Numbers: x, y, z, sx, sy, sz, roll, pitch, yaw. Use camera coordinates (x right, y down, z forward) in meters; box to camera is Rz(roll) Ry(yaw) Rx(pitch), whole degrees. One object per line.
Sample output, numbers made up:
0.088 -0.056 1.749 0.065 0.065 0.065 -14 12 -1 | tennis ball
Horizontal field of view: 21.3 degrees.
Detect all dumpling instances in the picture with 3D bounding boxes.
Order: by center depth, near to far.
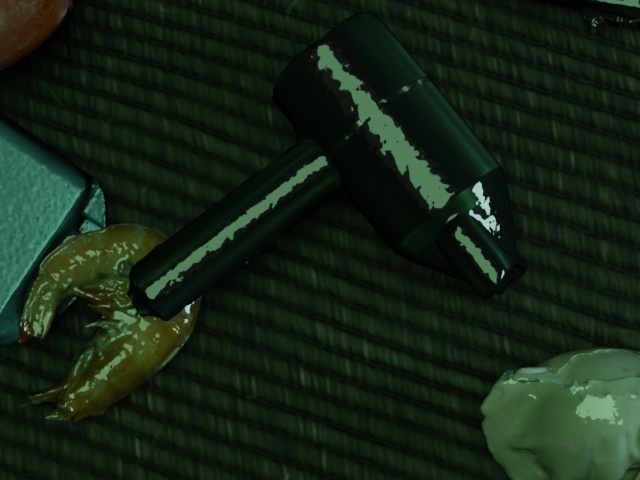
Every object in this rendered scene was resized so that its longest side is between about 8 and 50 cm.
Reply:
0.217 0.149 1.336 0.188 0.108 0.127 -5 104 -12 | dumpling

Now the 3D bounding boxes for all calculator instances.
-0.317 -0.037 1.430 0.293 0.051 0.173 33 87 9 | calculator

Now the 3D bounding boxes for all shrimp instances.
-0.183 0.067 1.395 0.132 0.051 0.187 41 79 -5 | shrimp

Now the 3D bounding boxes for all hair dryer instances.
0.000 0.000 1.363 0.302 0.116 0.244 -37 80 -2 | hair dryer

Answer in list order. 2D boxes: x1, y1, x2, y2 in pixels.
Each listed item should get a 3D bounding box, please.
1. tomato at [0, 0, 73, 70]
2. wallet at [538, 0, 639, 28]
-0.310 -0.237 1.372 0.188 0.232 0.232 -35 80 -15 | tomato
0.231 -0.303 1.429 0.149 0.044 0.250 15 83 11 | wallet
